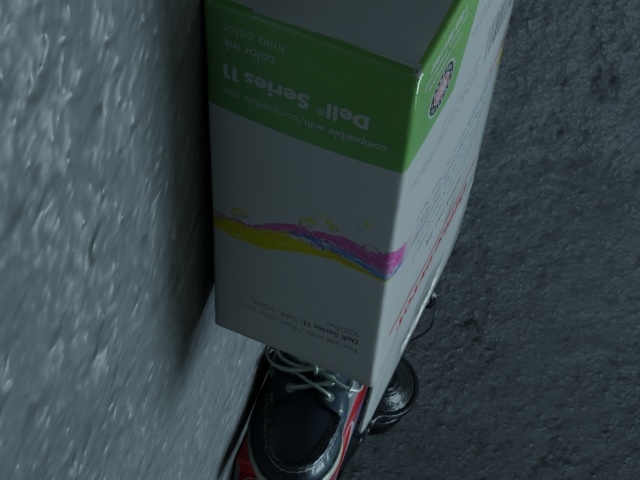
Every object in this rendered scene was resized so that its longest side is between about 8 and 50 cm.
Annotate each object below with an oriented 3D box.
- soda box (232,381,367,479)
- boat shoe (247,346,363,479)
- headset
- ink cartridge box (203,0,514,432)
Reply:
[{"bbox_3d":[-0.009,0.172,1.268,0.263,0.092,0.083,-66,168,-52],"label":"soda box"},{"bbox_3d":[-0.007,0.129,1.170,0.254,0.095,0.079,-68,173,-53],"label":"boat shoe"},{"bbox_3d":[0.068,0.237,2.089,0.394,0.185,0.243,-57,175,-11],"label":"headset"},{"bbox_3d":[0.025,-0.058,0.767,0.353,0.119,0.207,94,20,-52],"label":"ink cartridge box"}]
